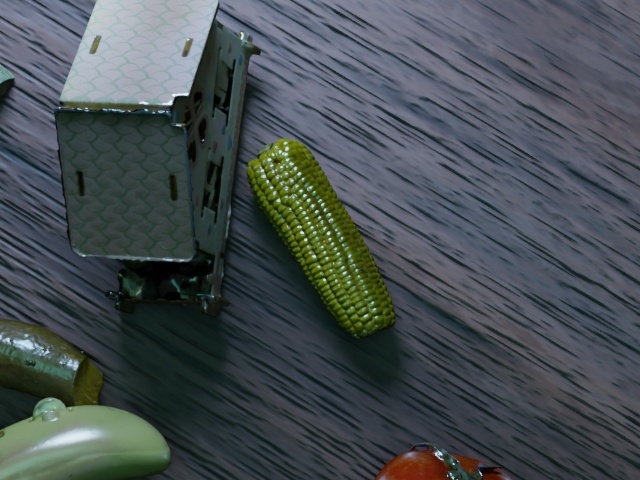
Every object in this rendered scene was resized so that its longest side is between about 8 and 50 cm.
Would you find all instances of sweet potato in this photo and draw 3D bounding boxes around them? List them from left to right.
[{"bbox_3d":[-0.338,0.111,1.752,0.244,0.077,0.077,21,84,0],"label":"sweet potato"}]

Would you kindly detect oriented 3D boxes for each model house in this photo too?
[{"bbox_3d":[-0.178,-0.094,1.686,0.169,0.244,0.326,6,84,10],"label":"model house"}]

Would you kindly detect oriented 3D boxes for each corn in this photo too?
[{"bbox_3d":[0.000,0.000,1.766,0.080,0.080,0.231,-29,85,-3],"label":"corn"}]

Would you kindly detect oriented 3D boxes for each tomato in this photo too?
[{"bbox_3d":[0.124,0.293,1.687,0.187,0.187,0.151,27,106,3],"label":"tomato"}]

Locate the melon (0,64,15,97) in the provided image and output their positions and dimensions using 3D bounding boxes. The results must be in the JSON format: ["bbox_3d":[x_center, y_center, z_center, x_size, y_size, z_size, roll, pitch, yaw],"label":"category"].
[{"bbox_3d":[-0.425,-0.195,1.813,0.182,0.054,0.098,44,100,5],"label":"melon"}]

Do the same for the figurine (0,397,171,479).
[{"bbox_3d":[-0.297,0.288,1.698,0.324,0.124,0.222,-25,98,-6],"label":"figurine"}]
